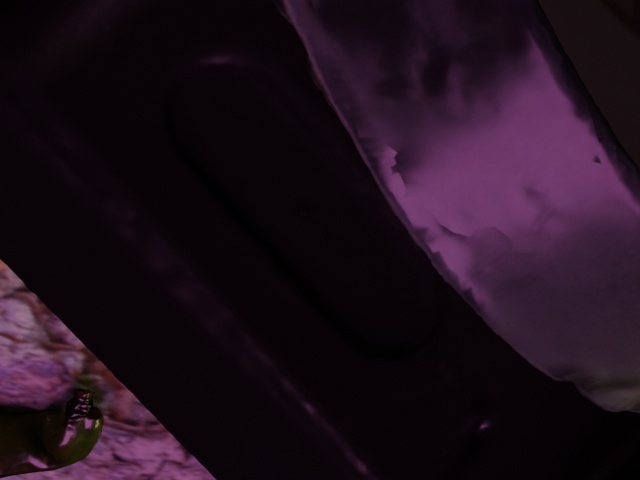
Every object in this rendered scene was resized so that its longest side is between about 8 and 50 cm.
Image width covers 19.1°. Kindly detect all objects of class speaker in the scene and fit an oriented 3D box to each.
[{"bbox_3d":[0.000,0.000,0.731,0.388,0.180,0.184,46,170,2],"label":"speaker"}]

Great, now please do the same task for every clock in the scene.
[{"bbox_3d":[0.090,-0.106,0.608,0.067,0.325,0.325,-23,136,33],"label":"clock"}]

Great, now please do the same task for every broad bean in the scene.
[{"bbox_3d":[-0.223,0.137,1.290,0.195,0.046,0.061,-15,128,24],"label":"broad bean"}]
